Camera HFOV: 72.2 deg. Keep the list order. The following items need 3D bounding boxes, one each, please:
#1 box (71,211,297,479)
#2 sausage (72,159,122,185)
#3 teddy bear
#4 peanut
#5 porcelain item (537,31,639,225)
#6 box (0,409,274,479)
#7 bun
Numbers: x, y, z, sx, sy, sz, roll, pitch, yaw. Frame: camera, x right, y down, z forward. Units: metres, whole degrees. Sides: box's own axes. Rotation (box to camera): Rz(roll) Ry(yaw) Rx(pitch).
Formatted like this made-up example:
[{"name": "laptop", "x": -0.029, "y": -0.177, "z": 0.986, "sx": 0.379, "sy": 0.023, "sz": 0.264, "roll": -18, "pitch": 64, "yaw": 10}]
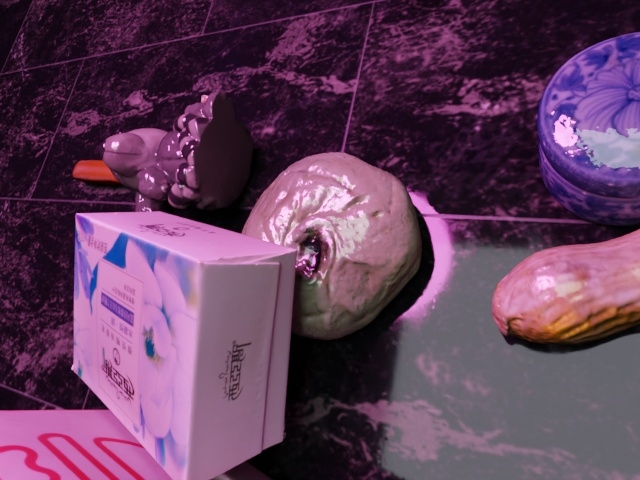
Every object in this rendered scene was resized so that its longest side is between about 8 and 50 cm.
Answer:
[{"name": "box", "x": -0.163, "y": 0.085, "z": 0.475, "sx": 0.274, "sy": 0.116, "sz": 0.202, "roll": 15, "pitch": 104, "yaw": 42}, {"name": "sausage", "x": -0.383, "y": -0.119, "z": 0.765, "sx": 0.131, "sy": 0.041, "sz": 0.039, "roll": 8, "pitch": 81, "yaw": 28}, {"name": "teddy bear", "x": -0.223, "y": -0.095, "z": 0.624, "sx": 0.251, "sy": 0.144, "sz": 0.171, "roll": -8, "pitch": 83, "yaw": 27}, {"name": "peanut", "x": 0.251, "y": 0.034, "z": 0.373, "sx": 0.207, "sy": 0.087, "sz": 0.087, "roll": -20, "pitch": 64, "yaw": 18}, {"name": "porcelain item", "x": 0.276, "y": -0.097, "z": 0.393, "sx": 0.147, "sy": 0.114, "sz": 0.147, "roll": -10, "pitch": 67, "yaw": 23}, {"name": "box", "x": -0.205, "y": 0.343, "z": 0.360, "sx": 0.313, "sy": 0.300, "sz": 0.314, "roll": 17, "pitch": 80, "yaw": 31}, {"name": "bun", "x": 0.002, "y": -0.002, "z": 0.495, "sx": 0.222, "sy": 0.108, "sz": 0.221, "roll": -9, "pitch": 68, "yaw": 23}]
